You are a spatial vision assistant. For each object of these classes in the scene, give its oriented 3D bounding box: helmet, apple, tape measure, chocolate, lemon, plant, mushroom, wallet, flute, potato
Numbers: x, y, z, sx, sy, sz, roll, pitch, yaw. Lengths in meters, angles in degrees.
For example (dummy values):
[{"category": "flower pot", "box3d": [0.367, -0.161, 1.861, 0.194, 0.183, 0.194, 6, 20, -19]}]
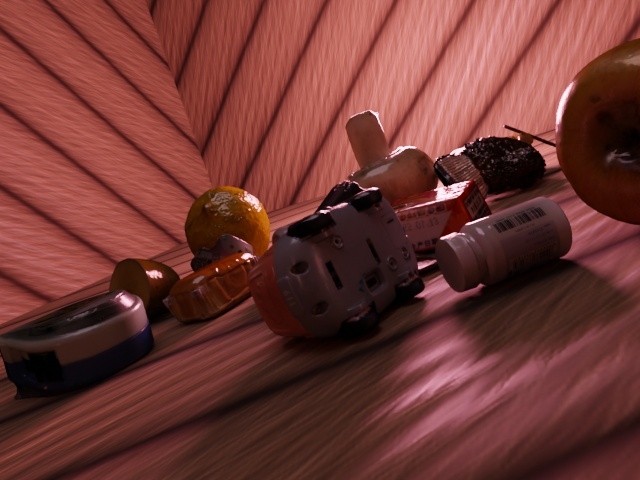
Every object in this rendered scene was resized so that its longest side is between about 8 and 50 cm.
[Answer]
[{"category": "helmet", "box3d": [-0.261, 0.076, 1.572, 0.177, 0.107, 0.153, -33, -29, 13]}, {"category": "apple", "box3d": [0.527, -0.169, 0.885, 0.275, 0.299, 0.299, -7, 2, -28]}, {"category": "tape measure", "box3d": [-0.487, 0.203, 1.174, 0.262, 0.138, 0.259, -11, 12, 40]}, {"category": "chocolate", "box3d": [0.253, -0.050, 1.305, 0.234, 0.108, 0.237, -12, 9, 28]}, {"category": "lemon", "box3d": [-0.280, -0.027, 1.752, 0.258, 0.258, 0.310, -19, -32, -4]}, {"category": "plant", "box3d": [0.032, -0.011, 1.278, 0.256, 0.142, 0.164, -59, 12, -30]}, {"category": "mushroom", "box3d": [0.170, -0.207, 1.692, 0.314, 0.336, 0.314, -23, -4, -1]}, {"category": "wallet", "box3d": [0.168, 0.048, 1.130, 0.095, 0.026, 0.176, -18, 9, -13]}, {"category": "flute", "box3d": [0.722, -0.333, 1.880, 0.269, 0.014, 0.014, 18, 4, -9]}, {"category": "potato", "box3d": [-0.455, 0.129, 1.547, 0.158, 0.178, 0.203, -6, -28, -46]}]

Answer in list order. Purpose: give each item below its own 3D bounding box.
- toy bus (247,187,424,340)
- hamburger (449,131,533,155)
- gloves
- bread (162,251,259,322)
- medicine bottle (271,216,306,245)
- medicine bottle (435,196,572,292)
[{"category": "toy bus", "box3d": [0.015, 0.054, 0.949, 0.232, 0.194, 0.287, -28, 1, 43]}, {"category": "hamburger", "box3d": [0.543, -0.253, 1.834, 0.283, 0.145, 0.259, -12, 4, -34]}, {"category": "gloves", "box3d": [0.485, -0.206, 1.588, 0.312, 0.135, 0.210, -27, 42, -18]}, {"category": "bread", "box3d": [-0.249, 0.108, 1.375, 0.136, 0.107, 0.241, -16, 8, 34]}, {"category": "medicine bottle", "box3d": [0.000, 0.000, 1.420, 0.215, 0.135, 0.135, -22, 9, -23]}, {"category": "medicine bottle", "box3d": [0.280, 0.008, 0.881, 0.186, 0.103, 0.103, -20, 9, -12]}]
